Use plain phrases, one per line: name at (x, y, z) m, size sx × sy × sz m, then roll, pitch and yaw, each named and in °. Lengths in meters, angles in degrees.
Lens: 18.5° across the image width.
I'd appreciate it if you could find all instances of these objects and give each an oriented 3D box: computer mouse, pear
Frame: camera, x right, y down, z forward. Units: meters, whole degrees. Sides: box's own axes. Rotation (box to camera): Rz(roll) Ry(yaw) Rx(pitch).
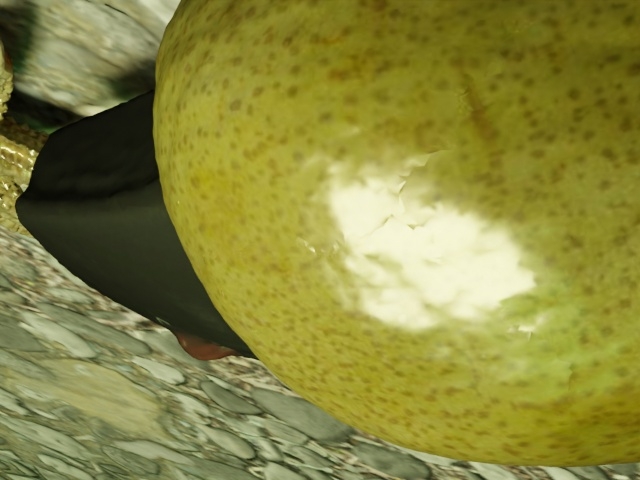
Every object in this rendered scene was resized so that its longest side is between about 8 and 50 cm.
computer mouse at (0.000, 0.000, 0.814) m, size 0.170 × 0.100 × 0.269 m, roll 31°, pitch 152°, yaw -31°
pear at (0.080, -0.035, 0.535) m, size 0.211 × 0.188 × 0.228 m, roll -19°, pitch 172°, yaw 35°

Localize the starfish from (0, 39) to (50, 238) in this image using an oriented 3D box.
starfish at (-0.182, -0.049, 0.978) m, size 0.231 × 0.048 × 0.295 m, roll 36°, pitch 156°, yaw -33°
